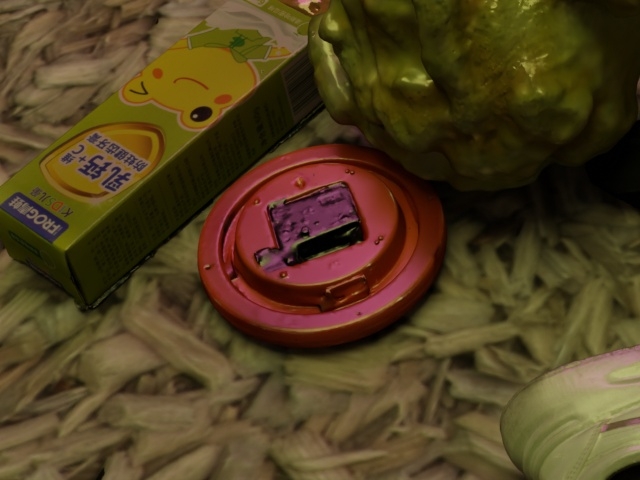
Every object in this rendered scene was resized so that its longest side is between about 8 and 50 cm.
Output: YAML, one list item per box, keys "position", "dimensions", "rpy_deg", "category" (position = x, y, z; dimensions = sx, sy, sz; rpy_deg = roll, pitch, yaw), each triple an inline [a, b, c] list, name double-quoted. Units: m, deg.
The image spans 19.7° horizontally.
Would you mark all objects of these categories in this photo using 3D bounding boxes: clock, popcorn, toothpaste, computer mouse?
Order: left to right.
- position: [-0.126, -0.087, 1.582]
  dimensions: [0.110, 0.077, 0.327]
  rpy_deg: [32, 63, 34]
  category: "toothpaste"
- position: [0.000, 0.000, 1.491]
  dimensions: [0.205, 0.051, 0.205]
  rpy_deg: [-6, 48, 7]
  category: "clock"
- position: [0.134, -0.177, 1.459]
  dimensions: [0.274, 0.279, 0.335]
  rpy_deg: [9, 29, -40]
  category: "popcorn"
- position: [0.290, -0.062, 1.467]
  dimensions: [0.172, 0.057, 0.099]
  rpy_deg: [12, 55, 28]
  category: "computer mouse"

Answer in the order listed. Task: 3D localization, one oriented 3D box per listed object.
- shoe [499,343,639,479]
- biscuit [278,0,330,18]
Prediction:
- position: [0.285, 0.144, 1.248]
  dimensions: [0.316, 0.124, 0.159]
  rpy_deg: [-14, 46, 9]
  category: "shoe"
- position: [0.065, -0.272, 1.725]
  dimensions: [0.289, 0.044, 0.202]
  rpy_deg: [-22, 47, -3]
  category: "biscuit"
